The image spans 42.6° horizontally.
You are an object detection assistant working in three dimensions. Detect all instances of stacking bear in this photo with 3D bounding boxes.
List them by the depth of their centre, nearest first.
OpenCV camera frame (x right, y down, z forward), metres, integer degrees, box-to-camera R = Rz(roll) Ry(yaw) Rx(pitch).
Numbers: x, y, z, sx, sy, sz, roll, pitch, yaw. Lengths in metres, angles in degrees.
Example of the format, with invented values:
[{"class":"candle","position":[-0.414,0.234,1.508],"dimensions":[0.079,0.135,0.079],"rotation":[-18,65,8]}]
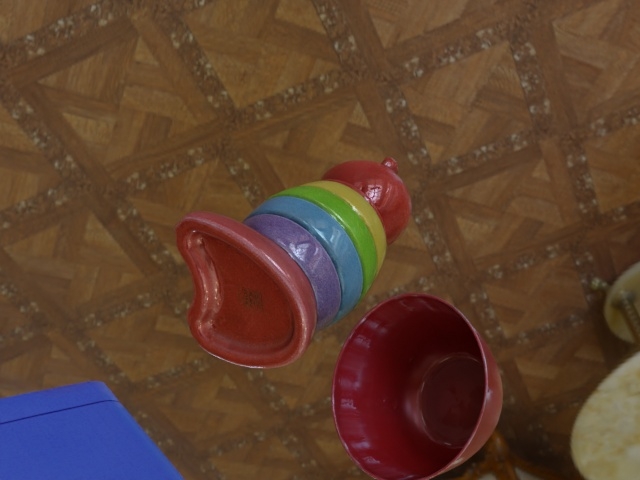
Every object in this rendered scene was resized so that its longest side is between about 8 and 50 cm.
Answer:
[{"class":"stacking bear","position":[0.000,0.000,0.919],"dimensions":[0.164,0.289,0.175],"rotation":[18,127,29]}]

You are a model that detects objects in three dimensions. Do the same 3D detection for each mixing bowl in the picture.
[{"class":"mixing bowl","position":[0.109,0.151,0.809],"dimensions":[0.181,0.181,0.098],"rotation":[-38,141,26]}]

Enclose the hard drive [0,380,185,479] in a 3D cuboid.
[{"class":"hard drive","position":[-0.162,0.210,0.528],"dimensions":[0.210,0.319,0.040],"rotation":[-5,120,-43]}]
